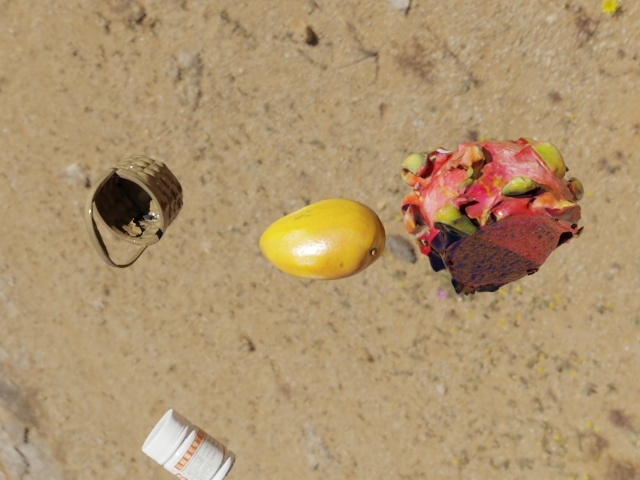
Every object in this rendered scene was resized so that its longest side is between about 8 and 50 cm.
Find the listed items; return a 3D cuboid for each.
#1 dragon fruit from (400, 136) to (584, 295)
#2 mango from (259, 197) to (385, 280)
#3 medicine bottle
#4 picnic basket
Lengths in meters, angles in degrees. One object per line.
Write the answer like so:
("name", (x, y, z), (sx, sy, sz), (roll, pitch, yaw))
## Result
("dragon fruit", (0.134, -0.028, 0.733), (0.133, 0.150, 0.208), (24, 180, -28))
("mango", (0.000, 0.000, 0.582), (0.089, 0.060, 0.046), (-3, 142, 21))
("medicine bottle", (-0.144, 0.232, 0.928), (0.089, 0.057, 0.057), (38, 143, -8))
("picnic basket", (-0.148, -0.021, 0.637), (0.072, 0.083, 0.072), (11, 129, 15))
